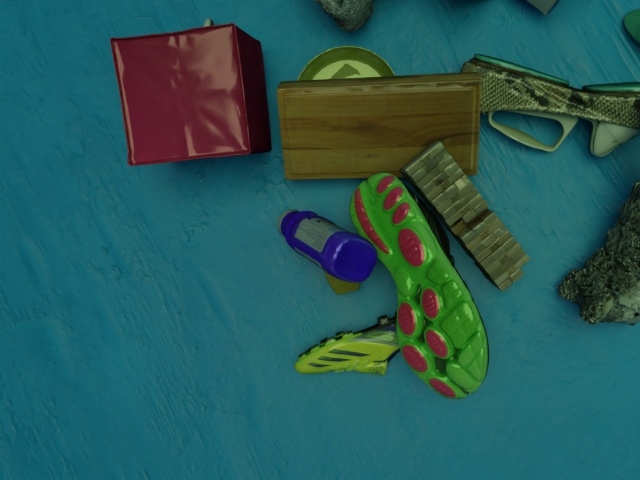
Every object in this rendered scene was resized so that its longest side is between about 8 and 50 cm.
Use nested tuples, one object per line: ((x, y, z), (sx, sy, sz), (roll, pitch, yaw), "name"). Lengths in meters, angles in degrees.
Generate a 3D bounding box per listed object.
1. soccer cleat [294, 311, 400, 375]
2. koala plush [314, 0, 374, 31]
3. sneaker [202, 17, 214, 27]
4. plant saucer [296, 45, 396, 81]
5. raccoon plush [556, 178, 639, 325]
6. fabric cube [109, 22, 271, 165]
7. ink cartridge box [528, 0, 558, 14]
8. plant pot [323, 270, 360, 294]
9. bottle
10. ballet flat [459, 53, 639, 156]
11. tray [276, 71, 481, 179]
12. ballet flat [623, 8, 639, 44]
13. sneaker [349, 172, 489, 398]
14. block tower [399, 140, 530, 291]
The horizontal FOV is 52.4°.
((0.085, 0.246, 1.399), (0.289, 0.093, 0.121), (-21, 87, 4), "soccer cleat")
((0.096, -0.579, 1.371), (0.221, 0.196, 0.203), (-26, 90, 36), "koala plush")
((-0.282, -0.442, 1.504), (0.061, 0.054, 0.152), (12, 88, 10), "sneaker")
((0.059, -0.315, 1.465), (0.241, 0.037, 0.241), (0, 87, 7), "plant saucer")
((0.596, -0.043, 1.292), (0.299, 0.216, 0.446), (-20, 92, 8), "raccoon plush")
((-0.257, -0.296, 1.365), (0.259, 0.258, 0.254), (-4, 100, 6), "fabric cube")
((0.500, -0.636, 1.343), (0.168, 0.171, 0.232), (39, 76, 5), "ink cartridge box")
((0.051, 0.071, 1.422), (0.081, 0.081, 0.083), (-15, 96, 5), "plant pot")
((0.000, 0.000, 1.342), (0.118, 0.283, 0.092), (21, 95, -33), "bottle")
((0.527, -0.273, 1.368), (0.483, 0.164, 0.182), (11, 109, 13), "ballet flat")
((0.123, -0.236, 1.371), (0.411, 0.076, 0.203), (-1, 117, 7), "tray")
((0.733, -0.413, 1.342), (0.083, 0.087, 0.247), (-35, 68, 3), "ballet flat")
((0.227, 0.079, 1.328), (0.185, 0.202, 0.483), (-27, 73, 30), "sneaker")
((0.297, -0.053, 1.335), (0.091, 0.097, 0.335), (-40, 107, 3), "block tower")
